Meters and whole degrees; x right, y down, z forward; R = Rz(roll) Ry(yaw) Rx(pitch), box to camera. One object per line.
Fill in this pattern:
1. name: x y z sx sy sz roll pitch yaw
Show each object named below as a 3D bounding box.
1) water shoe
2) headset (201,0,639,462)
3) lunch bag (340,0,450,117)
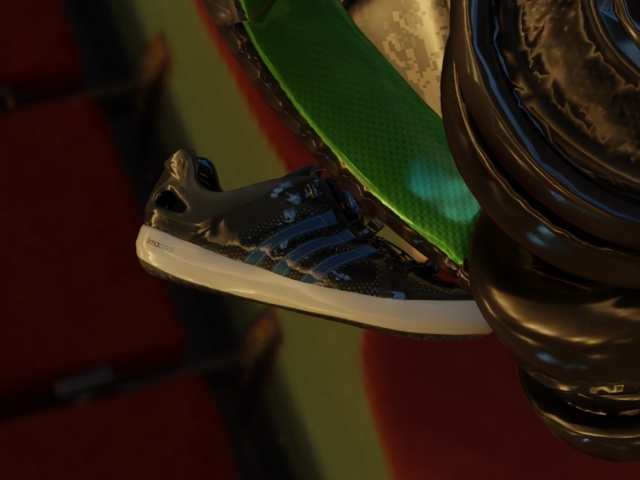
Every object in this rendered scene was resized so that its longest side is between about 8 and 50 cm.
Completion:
1. water shoe: 0.000 0.000 1.022 0.073 0.203 0.080 25 -102 -76
2. headset: 0.130 -0.038 0.635 0.394 0.185 0.243 34 161 28
3. lunch bag: 0.184 -0.190 1.500 0.256 0.305 0.213 -3 111 54
